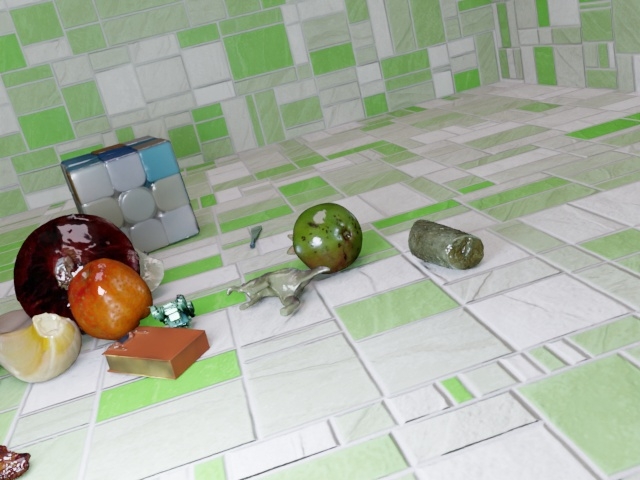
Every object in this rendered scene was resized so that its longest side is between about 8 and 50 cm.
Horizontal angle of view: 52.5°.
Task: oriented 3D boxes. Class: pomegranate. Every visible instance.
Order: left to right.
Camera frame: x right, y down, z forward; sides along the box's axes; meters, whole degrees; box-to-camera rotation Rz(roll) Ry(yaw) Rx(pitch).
[{"bbox_3d":[0.000,0.000,1.639,0.181,0.181,0.224,-27,3,-34],"label":"pomegranate"}]

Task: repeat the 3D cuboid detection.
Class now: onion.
[{"bbox_3d":[-0.610,0.076,1.605,0.314,0.313,0.232,-15,-15,-3],"label":"onion"}]

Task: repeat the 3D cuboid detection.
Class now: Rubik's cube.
[{"bbox_3d":[-0.665,-0.149,2.252,0.347,0.346,0.344,-21,19,-22],"label":"Rubik's cube"}]

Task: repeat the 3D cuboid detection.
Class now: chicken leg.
[{"bbox_3d":[-0.581,0.385,1.111,0.205,0.053,0.093,-8,34,30],"label":"chicken leg"}]

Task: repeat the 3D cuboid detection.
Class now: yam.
[{"bbox_3d":[0.281,0.011,1.491,0.107,0.107,0.183,-24,22,-26],"label":"yam"}]

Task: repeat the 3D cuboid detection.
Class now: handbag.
[{"bbox_3d":[-0.347,0.232,1.364,0.190,0.062,0.127,0,23,26],"label":"handbag"}]

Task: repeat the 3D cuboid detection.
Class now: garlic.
[{"bbox_3d":[-0.626,0.226,1.420,0.245,0.164,0.145,-9,34,30],"label":"garlic"}]

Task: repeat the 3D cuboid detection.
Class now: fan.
[{"bbox_3d":[-0.207,-0.011,2.034,0.038,0.016,0.193,-15,17,5],"label":"fan"}]

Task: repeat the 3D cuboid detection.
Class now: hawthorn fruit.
[{"bbox_3d":[-0.472,0.129,1.454,0.189,0.189,0.189,-13,19,4],"label":"hawthorn fruit"}]

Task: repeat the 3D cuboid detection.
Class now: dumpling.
[{"bbox_3d":[-0.574,0.103,1.778,0.243,0.175,0.226,-18,40,46],"label":"dumpling"}]

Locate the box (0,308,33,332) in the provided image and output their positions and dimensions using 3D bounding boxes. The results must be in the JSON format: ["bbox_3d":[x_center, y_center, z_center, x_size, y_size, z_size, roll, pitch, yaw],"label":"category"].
[{"bbox_3d":[-0.774,0.238,1.602,0.146,0.088,0.200,-9,19,19],"label":"box"}]

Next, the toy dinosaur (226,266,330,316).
[{"bbox_3d":[-0.111,0.108,1.521,0.294,0.077,0.162,2,24,41],"label":"toy dinosaur"}]

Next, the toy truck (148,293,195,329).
[{"bbox_3d":[-0.322,0.174,1.452,0.080,0.078,0.154,-23,-11,-7],"label":"toy truck"}]
